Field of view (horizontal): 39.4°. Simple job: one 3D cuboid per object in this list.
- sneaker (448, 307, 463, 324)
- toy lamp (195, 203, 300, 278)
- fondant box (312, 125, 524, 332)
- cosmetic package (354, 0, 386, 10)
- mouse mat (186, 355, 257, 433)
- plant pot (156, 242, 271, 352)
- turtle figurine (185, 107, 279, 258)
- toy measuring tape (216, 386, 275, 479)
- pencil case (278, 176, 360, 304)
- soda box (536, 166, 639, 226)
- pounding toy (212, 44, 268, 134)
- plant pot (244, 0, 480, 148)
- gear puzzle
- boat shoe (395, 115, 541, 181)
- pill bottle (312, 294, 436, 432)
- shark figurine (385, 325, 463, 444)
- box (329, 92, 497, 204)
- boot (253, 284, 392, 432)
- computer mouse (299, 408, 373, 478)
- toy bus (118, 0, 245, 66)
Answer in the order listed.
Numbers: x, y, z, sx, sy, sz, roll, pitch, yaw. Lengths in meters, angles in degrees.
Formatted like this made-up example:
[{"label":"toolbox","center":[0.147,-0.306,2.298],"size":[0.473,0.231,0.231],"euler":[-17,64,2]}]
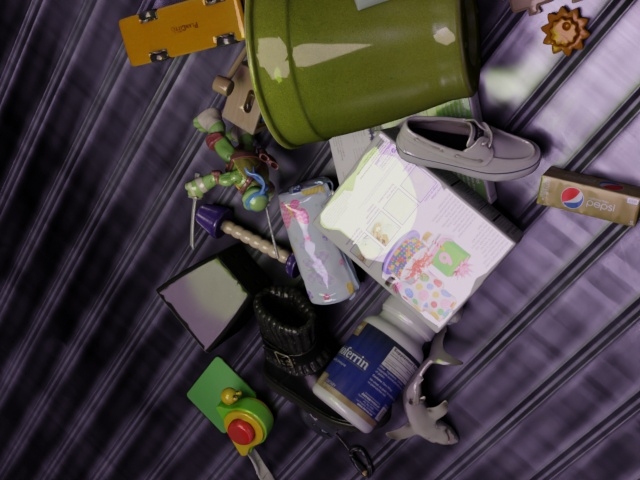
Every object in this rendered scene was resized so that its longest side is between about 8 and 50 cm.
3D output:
[{"label":"sneaker","center":[0.220,0.064,1.831],"size":[0.086,0.085,0.237],"euler":[-12,100,38]},{"label":"toy lamp","center":[-0.160,-0.007,2.026],"size":[0.274,0.080,0.080],"euler":[25,120,17]},{"label":"fondant box","center":[0.183,-0.023,1.719],"size":[0.330,0.096,0.238],"euler":[42,114,10]},{"label":"cosmetic package","center":[0.135,-0.595,1.450],"size":[0.284,0.097,0.377],"euler":[-17,75,0]},{"label":"mouse mat","center":[-0.254,0.395,2.284],"size":[0.152,0.007,0.190],"euler":[44,123,7]},{"label":"plant pot","center":[-0.227,0.113,2.059],"size":[0.167,0.187,0.188],"euler":[-43,86,22]},{"label":"turtle figurine","center":[-0.196,-0.126,1.884],"size":[0.275,0.197,0.266],"euler":[100,158,-53]},{"label":"toy measuring tape","center":[-0.146,0.496,2.208],"size":[0.121,0.121,0.330],"euler":[-16,111,34]},{"label":"pencil case","center":[0.000,0.000,1.914],"size":[0.124,0.113,0.273],"euler":[-12,103,14]},{"label":"soda box","center":[0.492,-0.081,1.628],"size":[0.181,0.061,0.058],"euler":[17,117,23]},{"label":"pounding toy","center":[-0.126,-0.311,1.803],"size":[0.094,0.206,0.181],"euler":[32,122,15]},{"label":"plant pot","center":[0.097,-0.358,1.597],"size":[0.352,0.366,0.367],"euler":[-2,109,19]},{"label":"gear puzzle","center":[0.379,-0.479,1.542],"size":[0.175,0.044,0.339],"euler":[-10,104,32]},{"label":"boat shoe","center":[0.273,-0.178,1.616],"size":[0.267,0.096,0.088],"euler":[11,152,1]},{"label":"pill bottle","center":[0.118,0.251,1.852],"size":[0.153,0.153,0.265],"euler":[36,80,13]},{"label":"shark figurine","center":[0.213,0.322,1.935],"size":[0.166,0.116,0.278],"euler":[-6,119,-3]},{"label":"box","center":[0.175,-0.171,1.779],"size":[0.322,0.058,0.232],"euler":[-4,107,32]},{"label":"boot","center":[0.001,0.262,1.975],"size":[0.347,0.131,0.260],"euler":[19,131,23]},{"label":"computer mouse","center":[0.035,0.476,2.129],"size":[0.242,0.041,0.071],"euler":[45,124,6]},{"label":"toy bus","center":[-0.270,-0.448,1.877],"size":[0.332,0.130,0.108],"euler":[-6,106,31]}]
